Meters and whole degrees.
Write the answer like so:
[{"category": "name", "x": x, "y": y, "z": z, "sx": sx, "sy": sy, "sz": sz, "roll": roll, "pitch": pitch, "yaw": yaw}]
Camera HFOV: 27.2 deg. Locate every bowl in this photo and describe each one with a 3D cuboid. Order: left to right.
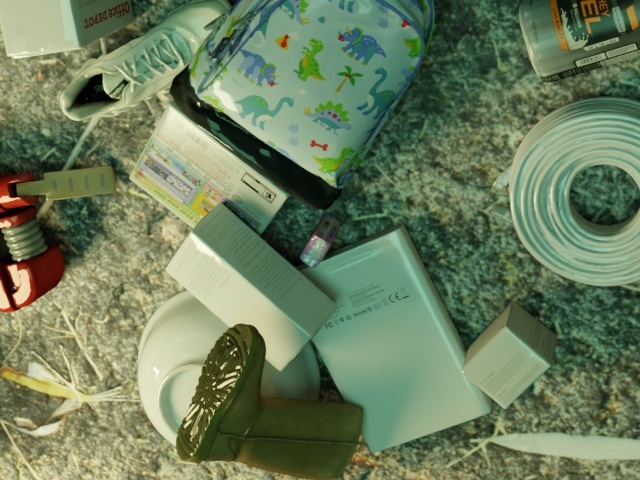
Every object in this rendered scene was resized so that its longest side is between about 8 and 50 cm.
[{"category": "bowl", "x": -0.159, "y": 0.226, "z": 2.009, "sx": 0.298, "sy": 0.134, "sz": 0.297, "roll": 5, "pitch": 111, "yaw": 13}]

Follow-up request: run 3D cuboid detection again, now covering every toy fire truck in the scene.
[{"category": "toy fire truck", "x": -0.434, "y": -0.019, "z": 2.003, "sx": 0.246, "sy": 0.158, "sz": 0.217, "roll": -10, "pitch": 106, "yaw": 29}]

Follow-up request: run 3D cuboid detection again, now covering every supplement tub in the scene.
[{"category": "supplement tub", "x": 0.359, "y": -0.281, "z": 1.691, "sx": 0.190, "sy": 0.117, "sz": 0.117, "roll": -16, "pitch": 104, "yaw": 19}]

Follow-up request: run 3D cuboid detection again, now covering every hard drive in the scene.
[{"category": "hard drive", "x": 0.099, "y": 0.149, "z": 1.960, "sx": 0.203, "sy": 0.040, "sz": 0.307, "roll": -23, "pitch": 102, "yaw": 22}]

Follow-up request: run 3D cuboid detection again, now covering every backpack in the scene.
[{"category": "backpack", "x": 0.003, "y": -0.245, "z": 1.744, "sx": 0.290, "sy": 0.273, "sz": 0.355, "roll": 37, "pitch": 101, "yaw": -9}]

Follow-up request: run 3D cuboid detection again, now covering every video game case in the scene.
[{"category": "video game case", "x": -0.162, "y": -0.083, "z": 1.915, "sx": 0.212, "sy": 0.023, "sz": 0.193, "roll": 38, "pitch": 140, "yaw": -1}]

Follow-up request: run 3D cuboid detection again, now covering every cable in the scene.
[{"category": "cable", "x": 0.381, "y": -0.066, "z": 1.778, "sx": 0.257, "sy": 0.089, "sz": 0.257, "roll": 33, "pitch": 114, "yaw": 2}]

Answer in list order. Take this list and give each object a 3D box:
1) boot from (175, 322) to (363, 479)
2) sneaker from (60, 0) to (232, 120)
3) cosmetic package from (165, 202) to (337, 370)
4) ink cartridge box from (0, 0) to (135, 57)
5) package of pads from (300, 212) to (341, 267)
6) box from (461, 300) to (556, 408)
[{"category": "boot", "x": -0.051, "y": 0.237, "z": 1.909, "sx": 0.270, "sy": 0.089, "sz": 0.236, "roll": 13, "pitch": 117, "yaw": -34}, {"category": "sneaker", "x": -0.242, "y": -0.246, "z": 1.870, "sx": 0.292, "sy": 0.118, "sz": 0.110, "roll": -27, "pitch": 99, "yaw": 21}, {"category": "cosmetic package", "x": -0.101, "y": 0.068, "z": 1.918, "sx": 0.231, "sy": 0.085, "sz": 0.117, "roll": 41, "pitch": 139, "yaw": 0}, {"category": "ink cartridge box", "x": -0.361, "y": -0.405, "z": 1.795, "sx": 0.117, "sy": 0.201, "sz": 0.278, "roll": -3, "pitch": 109, "yaw": 17}, {"category": "package of pads", "x": 0.000, "y": 0.000, "z": 1.909, "sx": 0.032, "sy": 0.083, "sz": 0.050, "roll": 33, "pitch": 118, "yaw": -4}, {"category": "box", "x": 0.269, "y": 0.162, "z": 1.885, "sx": 0.087, "sy": 0.102, "sz": 0.101, "roll": 40, "pitch": 115, "yaw": -3}]
